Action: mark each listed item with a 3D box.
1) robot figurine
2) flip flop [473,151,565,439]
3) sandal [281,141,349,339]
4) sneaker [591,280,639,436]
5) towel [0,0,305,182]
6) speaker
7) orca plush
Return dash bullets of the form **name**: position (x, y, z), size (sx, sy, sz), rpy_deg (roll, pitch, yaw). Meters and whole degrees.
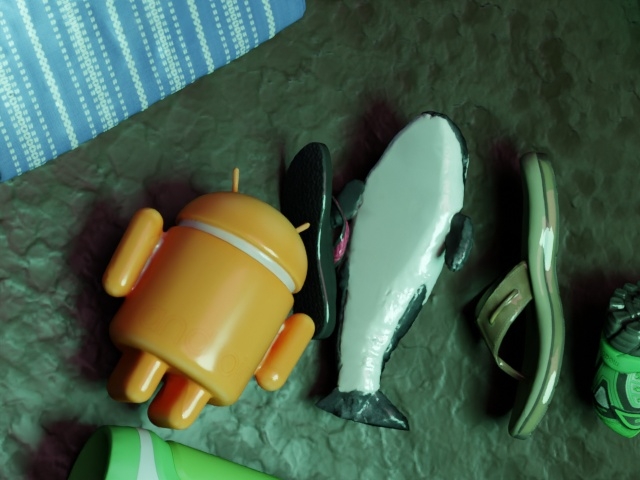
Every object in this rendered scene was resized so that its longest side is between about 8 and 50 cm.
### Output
- **robot figurine**: position (-0.091, 0.052, 1.075), size (0.158, 0.128, 0.219), rpy_deg (23, 71, 19)
- **flip flop**: position (0.188, 0.051, 1.229), size (0.080, 0.112, 0.277), rpy_deg (1, 86, 0)
- **sandal**: position (0.000, 0.000, 1.162), size (0.040, 0.067, 0.179), rpy_deg (-5, 94, -34)
- **sneaker**: position (0.404, 0.115, 1.325), size (0.344, 0.134, 0.146), rpy_deg (-4, 123, -32)
- **towel**: position (-0.169, -0.228, 1.073), size (0.336, 0.040, 0.243), rpy_deg (-33, 126, -24)
- **speaker**: position (-0.063, 0.252, 1.067), size (0.297, 0.131, 0.131), rpy_deg (23, 75, -22)
- **orca plush**: position (0.089, 0.032, 1.180), size (0.102, 0.151, 0.287), rpy_deg (20, 71, -55)
